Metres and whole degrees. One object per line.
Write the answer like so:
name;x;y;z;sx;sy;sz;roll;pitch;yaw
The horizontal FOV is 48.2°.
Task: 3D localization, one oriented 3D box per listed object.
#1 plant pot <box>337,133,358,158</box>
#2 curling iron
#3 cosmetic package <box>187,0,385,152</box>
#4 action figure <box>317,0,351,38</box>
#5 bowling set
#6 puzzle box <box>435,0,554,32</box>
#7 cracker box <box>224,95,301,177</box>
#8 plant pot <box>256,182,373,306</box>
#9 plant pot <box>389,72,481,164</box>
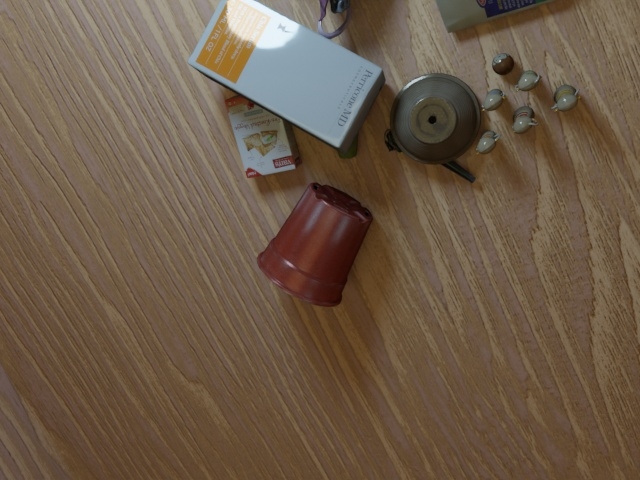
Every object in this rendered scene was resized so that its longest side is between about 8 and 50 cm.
plant pot;0.071;-0.269;1.962;0.083;0.083;0.079;1;124;17
curling iron;0.295;-0.227;1.928;0.273;0.035;0.068;27;120;6
cosmetic package;-0.083;-0.434;1.846;0.453;0.161;0.230;29;95;6
action figure;-0.027;-0.736;1.772;0.370;0.248;0.276;38;152;12
bowling set;0.467;-0.352;1.759;0.287;0.154;0.200;-33;99;25
puzzle box;0.359;-0.653;1.591;0.271;0.052;0.409;-12;149;20
cracker box;-0.160;-0.304;2.019;0.155;0.067;0.233;-10;108;20
plant pot;0.000;0.000;1.996;0.272;0.272;0.265;30;109;4
plant pot;0.291;-0.309;1.834;0.237;0.110;0.238;3;102;12
